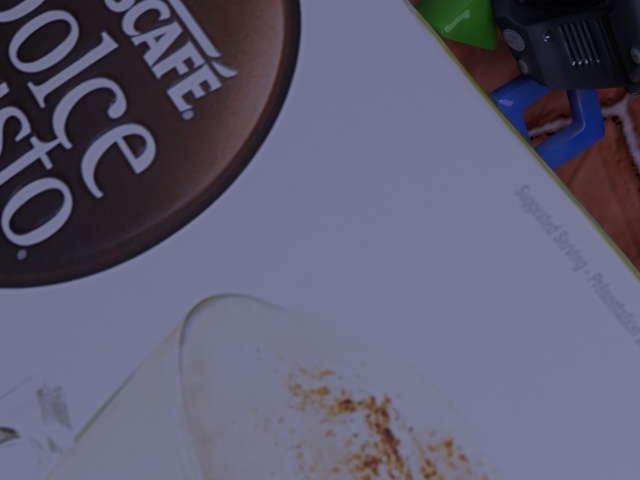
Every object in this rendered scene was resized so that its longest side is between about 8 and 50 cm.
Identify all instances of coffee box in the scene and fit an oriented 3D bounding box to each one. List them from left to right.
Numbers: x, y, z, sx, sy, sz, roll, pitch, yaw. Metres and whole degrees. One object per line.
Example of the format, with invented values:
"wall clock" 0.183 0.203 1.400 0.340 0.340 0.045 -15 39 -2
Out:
"coffee box" -0.045 0.119 0.504 0.334 0.337 0.338 -35 150 0

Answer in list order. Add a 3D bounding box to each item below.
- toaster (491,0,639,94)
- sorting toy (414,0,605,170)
"toaster" 0.142 -0.190 0.690 0.146 0.129 0.227 -31 104 -23
"sorting toy" 0.000 0.000 0.783 0.348 0.047 0.196 -44 131 -5
